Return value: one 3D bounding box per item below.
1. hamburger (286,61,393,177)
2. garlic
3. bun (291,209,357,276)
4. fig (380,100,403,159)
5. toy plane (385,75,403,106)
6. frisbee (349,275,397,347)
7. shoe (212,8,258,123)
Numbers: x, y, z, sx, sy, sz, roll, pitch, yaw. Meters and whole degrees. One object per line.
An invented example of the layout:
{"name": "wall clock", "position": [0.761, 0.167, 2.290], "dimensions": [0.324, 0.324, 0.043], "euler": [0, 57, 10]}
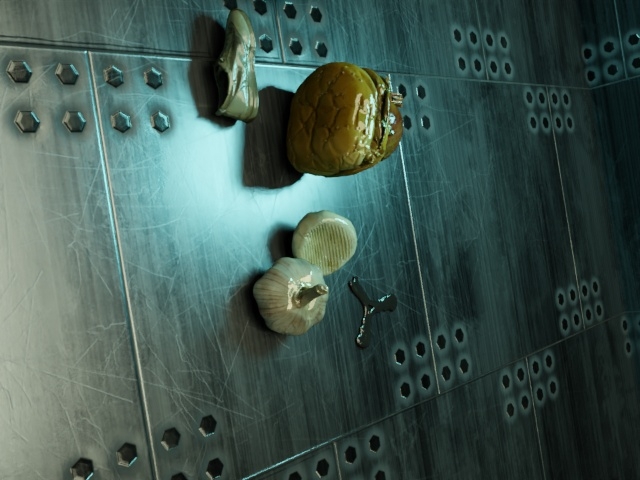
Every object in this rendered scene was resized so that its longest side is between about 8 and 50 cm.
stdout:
{"name": "hamburger", "position": [0.045, -0.308, 1.861], "dimensions": [0.158, 0.318, 0.319], "euler": [14, 74, -46]}
{"name": "garlic", "position": [-0.035, 0.130, 1.755], "dimensions": [0.199, 0.226, 0.199], "euler": [6, 80, -34]}
{"name": "bun", "position": [0.000, 0.000, 1.899], "dimensions": [0.183, 0.102, 0.183], "euler": [-10, 117, -20]}
{"name": "fig", "position": [0.131, -0.318, 2.031], "dimensions": [0.205, 0.205, 0.205], "euler": [8, 78, -43]}
{"name": "toy plane", "position": [0.186, -0.428, 2.164], "dimensions": [0.188, 0.062, 0.135], "euler": [9, 78, -59]}
{"name": "frisbee", "position": [0.131, 0.182, 2.062], "dimensions": [0.187, 0.012, 0.211], "euler": [55, 52, -23]}
{"name": "shoe", "position": [-0.210, -0.421, 1.762], "dimensions": [0.098, 0.103, 0.275], "euler": [-1, 84, -33]}
